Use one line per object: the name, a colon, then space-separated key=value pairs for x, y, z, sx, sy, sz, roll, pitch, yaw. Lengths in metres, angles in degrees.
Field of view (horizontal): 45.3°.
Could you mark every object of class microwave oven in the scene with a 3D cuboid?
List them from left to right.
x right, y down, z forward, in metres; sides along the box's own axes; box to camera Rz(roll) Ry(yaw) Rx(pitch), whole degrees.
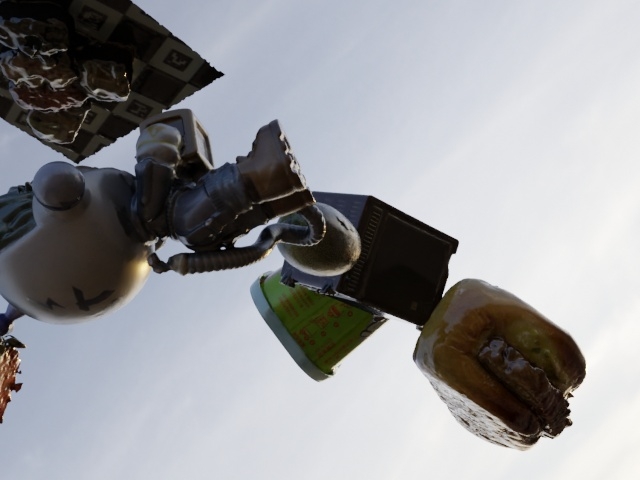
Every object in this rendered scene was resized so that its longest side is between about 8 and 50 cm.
microwave oven: x=0.080 y=0.035 z=1.323 sx=0.247 sy=0.188 sz=0.178 roll=24 pitch=-101 yaw=-38

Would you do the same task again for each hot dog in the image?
hot dog: x=0.323 y=0.234 z=1.311 sx=0.185 sy=0.223 sz=0.405 roll=-59 pitch=-34 yaw=-16

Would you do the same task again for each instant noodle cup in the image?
instant noodle cup: x=0.057 y=0.101 z=1.634 sx=0.308 sy=0.294 sz=0.294 roll=-37 pitch=-35 yaw=12

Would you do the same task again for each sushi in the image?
sushi: x=-0.366 y=-0.221 z=1.057 sx=0.339 sy=0.068 sz=0.320 roll=-22 pitch=-40 yaw=31

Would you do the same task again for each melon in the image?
melon: x=0.000 y=0.000 z=1.066 sx=0.099 sy=0.099 sz=0.162 roll=-53 pitch=-31 yaw=9

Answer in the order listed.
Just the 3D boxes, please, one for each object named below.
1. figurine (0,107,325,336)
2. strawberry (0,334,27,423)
figurine: x=-0.207 y=-0.030 z=0.843 sx=0.382 sy=0.186 sz=0.261 roll=-22 pitch=-31 yaw=4
strawberry: x=-0.535 y=0.225 z=1.099 sx=0.236 sy=0.107 sz=0.175 roll=-61 pitch=-23 yaw=-21
